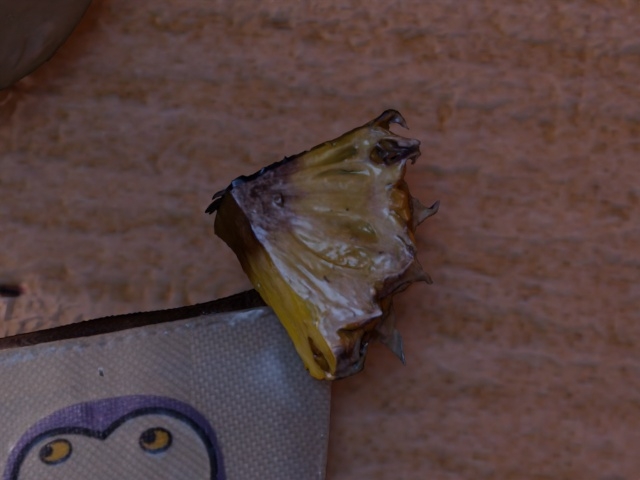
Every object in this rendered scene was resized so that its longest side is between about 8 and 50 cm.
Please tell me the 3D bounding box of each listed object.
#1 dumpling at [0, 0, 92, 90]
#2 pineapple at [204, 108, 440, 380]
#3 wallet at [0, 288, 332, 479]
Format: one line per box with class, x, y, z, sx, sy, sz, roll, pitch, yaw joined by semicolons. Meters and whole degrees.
dumpling;-0.204;-0.174;1.003;0.293;0.204;0.163;-47;60;-1
pineapple;0.000;0.000;0.968;0.116;0.069;0.137;15;59;-9
wallet;-0.151;0.152;0.953;0.335;0.068;0.275;-9;68;2
